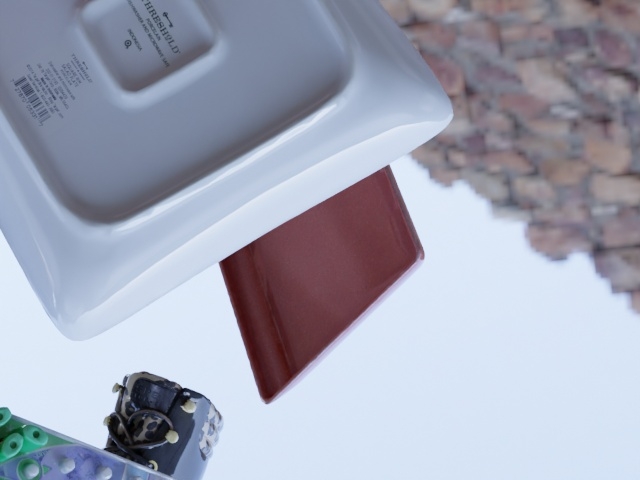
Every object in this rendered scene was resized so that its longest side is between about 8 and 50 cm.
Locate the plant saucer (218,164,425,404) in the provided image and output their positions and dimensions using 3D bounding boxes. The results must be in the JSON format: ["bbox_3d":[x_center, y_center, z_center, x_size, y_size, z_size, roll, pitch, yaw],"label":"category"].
[{"bbox_3d":[0.000,0.000,1.839,0.048,0.258,0.259,16,-139,-38],"label":"plant saucer"}]

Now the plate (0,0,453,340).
[{"bbox_3d":[-0.103,-0.121,1.090,0.278,0.045,0.277,-31,-104,-6],"label":"plate"}]

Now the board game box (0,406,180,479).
[{"bbox_3d":[-0.213,0.397,1.737,0.050,0.390,0.390,-25,-134,51],"label":"board game box"}]

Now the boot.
[{"bbox_3d":[-0.237,0.284,2.004,0.138,0.377,0.284,11,-107,26],"label":"boot"}]
